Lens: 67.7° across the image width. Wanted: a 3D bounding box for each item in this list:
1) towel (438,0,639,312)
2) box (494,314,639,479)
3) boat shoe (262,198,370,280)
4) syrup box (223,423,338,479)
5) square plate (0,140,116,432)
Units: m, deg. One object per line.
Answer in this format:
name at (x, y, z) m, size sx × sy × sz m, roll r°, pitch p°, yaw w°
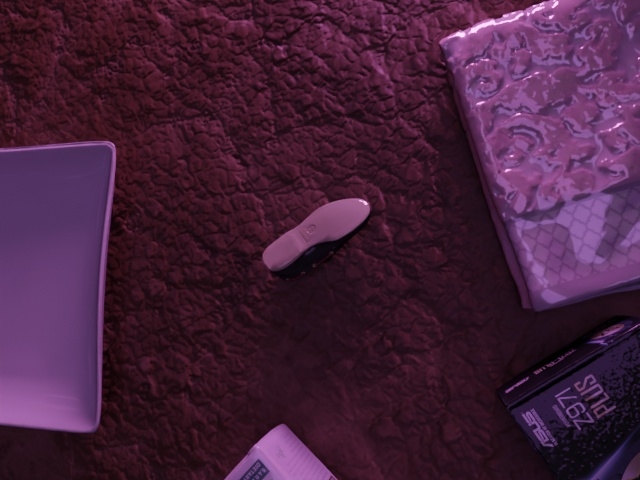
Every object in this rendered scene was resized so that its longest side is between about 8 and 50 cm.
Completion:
towel at (0.321, -0.116, 0.473) m, size 0.331 × 0.053 × 0.317 m, roll -15°, pitch 81°, yaw 9°
box at (0.278, 0.183, 0.435) m, size 0.147 × 0.077 × 0.180 m, roll -34°, pitch 78°, yaw 7°
boat shoe at (-0.001, -0.001, 0.536) m, size 0.133 × 0.042 × 0.049 m, roll -33°, pitch 53°, yaw 6°
syrup box at (0.002, 0.310, 0.471) m, size 0.237 × 0.096 × 0.093 m, roll 42°, pitch 93°, yaw 14°
square plate at (-0.415, 0.053, 0.614) m, size 0.343 × 0.049 × 0.348 m, roll -1°, pitch 84°, yaw 12°
